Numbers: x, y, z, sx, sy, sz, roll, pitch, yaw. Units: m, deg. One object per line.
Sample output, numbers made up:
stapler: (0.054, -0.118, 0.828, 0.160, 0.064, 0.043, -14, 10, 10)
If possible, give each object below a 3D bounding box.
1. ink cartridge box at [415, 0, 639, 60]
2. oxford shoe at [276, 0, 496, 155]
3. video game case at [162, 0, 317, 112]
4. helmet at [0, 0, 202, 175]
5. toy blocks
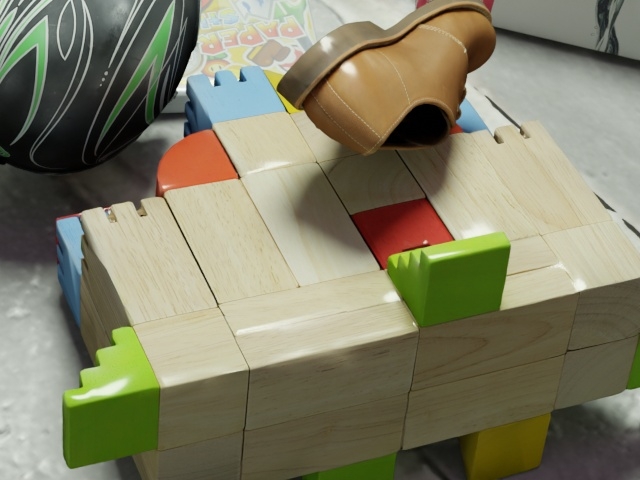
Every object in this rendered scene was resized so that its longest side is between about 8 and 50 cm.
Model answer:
ink cartridge box: (0.203, -0.226, 1.339, 0.237, 0.100, 0.172, 14, 52, 2)
oxford shoe: (0.054, -0.087, 1.078, 0.076, 0.076, 0.212, 48, 33, 8)
video game case: (-0.123, -0.171, 1.288, 0.227, 0.026, 0.206, -3, 54, -12)
helmet: (-0.154, -0.131, 1.136, 0.169, 0.161, 0.169, 4, 63, -8)
toy blocks: (0.000, 0.000, 1.106, 0.381, 0.190, 0.261, -12, 44, -19)
